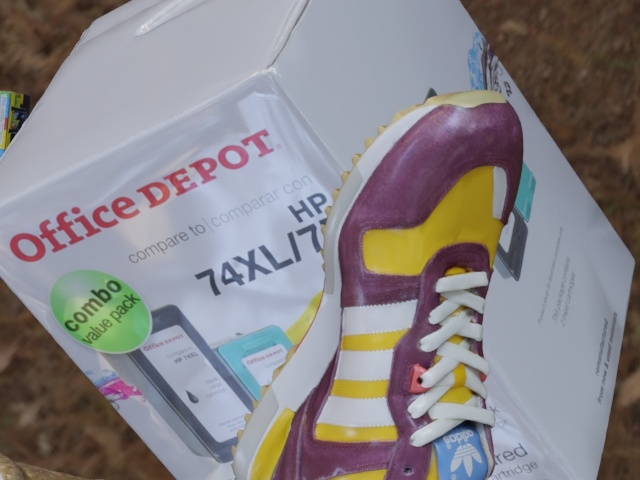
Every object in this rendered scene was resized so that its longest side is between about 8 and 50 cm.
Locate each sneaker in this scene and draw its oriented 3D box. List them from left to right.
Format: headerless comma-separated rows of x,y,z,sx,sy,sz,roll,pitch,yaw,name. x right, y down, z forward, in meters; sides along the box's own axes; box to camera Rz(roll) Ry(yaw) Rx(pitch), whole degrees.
0.035,0.040,0.584,0.084,0.069,0.185,48,130,37,sneaker

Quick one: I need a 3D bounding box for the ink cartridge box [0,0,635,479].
0.000,0.000,0.885,0.198,0.197,0.270,-23,117,31,ink cartridge box

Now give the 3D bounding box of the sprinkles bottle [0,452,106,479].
-0.087,0.236,1.176,0.355,0.121,0.121,19,127,-34,sprinkles bottle

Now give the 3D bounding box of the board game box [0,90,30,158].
-0.382,-0.077,1.820,0.141,0.048,0.170,9,93,18,board game box
